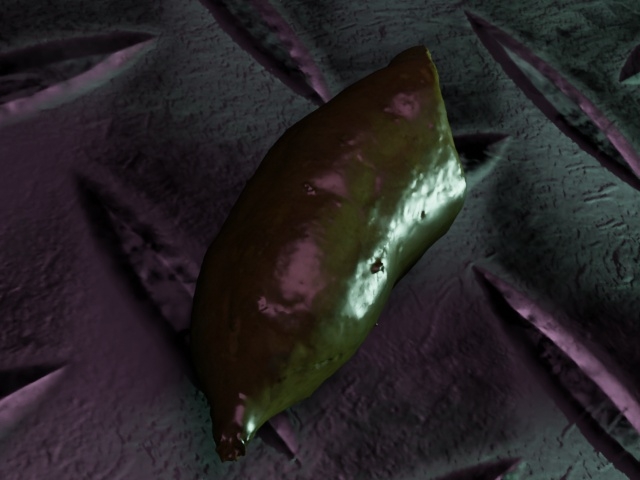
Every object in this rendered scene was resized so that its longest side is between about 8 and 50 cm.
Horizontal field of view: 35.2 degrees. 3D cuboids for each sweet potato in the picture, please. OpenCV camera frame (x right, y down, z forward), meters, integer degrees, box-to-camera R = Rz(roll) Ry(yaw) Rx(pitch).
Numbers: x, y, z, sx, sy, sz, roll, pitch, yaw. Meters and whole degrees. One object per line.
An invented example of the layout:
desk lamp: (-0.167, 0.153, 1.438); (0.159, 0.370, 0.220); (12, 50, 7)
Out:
sweet potato: (0.000, 0.000, 0.767); (0.158, 0.158, 0.369); (36, 55, 8)
